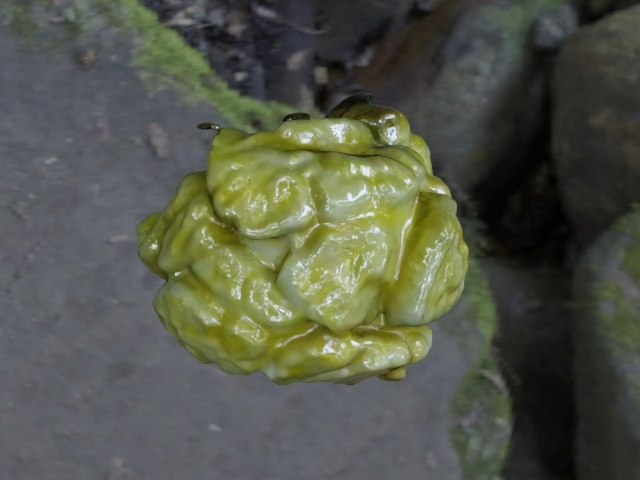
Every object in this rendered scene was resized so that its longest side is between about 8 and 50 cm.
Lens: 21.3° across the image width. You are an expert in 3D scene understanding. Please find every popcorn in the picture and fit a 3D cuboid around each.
[{"bbox_3d":[-0.010,0.003,0.926,0.168,0.195,0.173,-15,107,0],"label":"popcorn"}]
